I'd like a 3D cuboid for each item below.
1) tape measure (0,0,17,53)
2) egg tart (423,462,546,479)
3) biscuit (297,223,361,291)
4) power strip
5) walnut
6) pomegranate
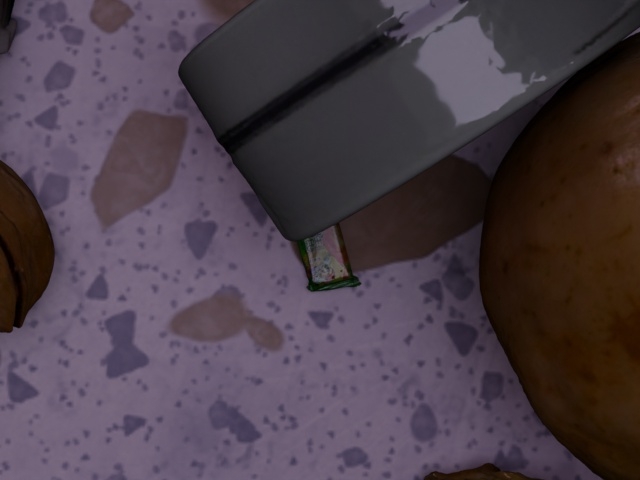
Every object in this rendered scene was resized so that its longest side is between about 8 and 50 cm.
[{"bbox_3d":[-0.367,-0.164,1.163,0.258,0.130,0.265,12,41,-5],"label":"tape measure"},{"bbox_3d":[0.134,0.336,1.210,0.341,0.129,0.341,-9,49,10],"label":"egg tart"},{"bbox_3d":[0.000,0.000,1.305,0.046,0.016,0.089,-15,89,-8],"label":"biscuit"},{"bbox_3d":[0.082,-0.159,1.163,0.357,0.357,0.161,-34,93,-8],"label":"power strip"},{"bbox_3d":[-0.284,-0.004,1.211,0.180,0.144,0.144,45,83,5],"label":"walnut"},{"bbox_3d":[0.326,0.010,1.151,0.410,0.410,0.410,0,87,-7],"label":"pomegranate"}]
